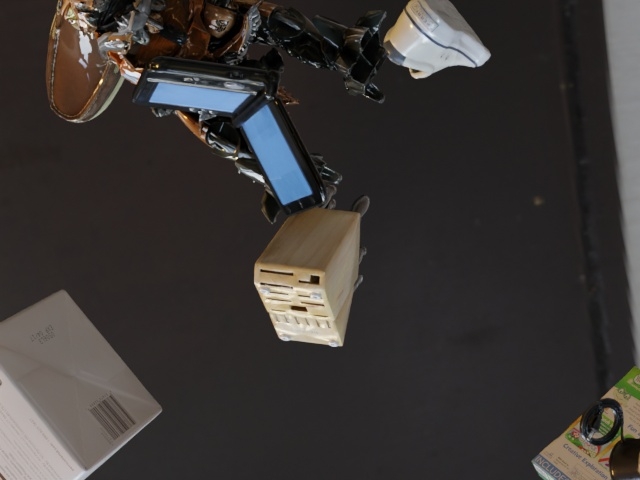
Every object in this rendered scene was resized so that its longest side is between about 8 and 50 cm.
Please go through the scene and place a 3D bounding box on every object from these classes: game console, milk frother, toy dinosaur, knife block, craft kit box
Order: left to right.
[{"bbox_3d":[-0.056,-0.058,0.779,0.122,0.107,0.071,164,111,-77],"label":"game console"},{"bbox_3d":[-0.070,-0.142,1.024,0.218,0.322,0.164,28,113,17],"label":"toy dinosaur"},{"bbox_3d":[0.000,0.000,1.714,0.275,0.088,0.242,71,-153,-64],"label":"knife block"},{"bbox_3d":[0.514,0.353,2.154,0.250,0.246,0.061,39,166,46],"label":"craft kit box"},{"bbox_3d":[0.438,0.274,1.785,0.135,0.143,0.129,-23,59,57],"label":"milk frother"}]

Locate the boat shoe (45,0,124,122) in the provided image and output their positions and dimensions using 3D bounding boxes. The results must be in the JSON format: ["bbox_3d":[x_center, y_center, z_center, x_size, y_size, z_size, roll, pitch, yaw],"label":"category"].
[{"bbox_3d":[-0.244,-0.236,1.401,0.095,0.095,0.257,-52,-16,-64],"label":"boat shoe"}]

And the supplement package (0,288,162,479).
[{"bbox_3d":[-0.349,0.222,1.415,0.293,0.177,0.175,-40,89,24],"label":"supplement package"}]

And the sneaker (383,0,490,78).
[{"bbox_3d":[0.143,-0.255,1.715,0.091,0.258,0.094,-39,74,17],"label":"sneaker"}]
